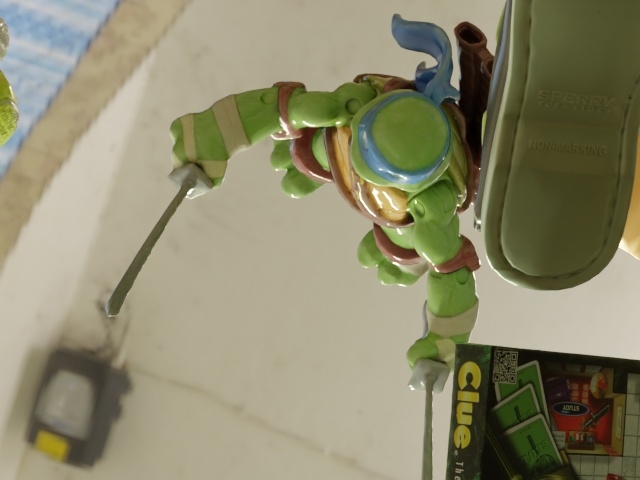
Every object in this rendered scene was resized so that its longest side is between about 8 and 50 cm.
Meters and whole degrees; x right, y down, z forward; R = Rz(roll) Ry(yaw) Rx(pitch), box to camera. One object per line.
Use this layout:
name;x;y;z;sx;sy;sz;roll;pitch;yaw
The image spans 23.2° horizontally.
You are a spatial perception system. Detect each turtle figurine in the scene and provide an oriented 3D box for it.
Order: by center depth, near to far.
turtle figurine;0.000;0.000;0.926;0.198;0.274;0.266;12;-178;2

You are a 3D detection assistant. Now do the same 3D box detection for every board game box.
board game box;0.161;0.125;0.740;0.260;0.136;0.030;7;177;-37

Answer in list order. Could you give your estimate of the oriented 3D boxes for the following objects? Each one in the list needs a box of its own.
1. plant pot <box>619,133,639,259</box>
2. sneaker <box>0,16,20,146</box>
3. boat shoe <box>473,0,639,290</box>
plant pot;0.279;-0.086;1.121;0.205;0.188;0.205;16;-139;-15
sneaker;-0.254;-0.130;0.958;0.126;0.091;0.240;55;165;10
boat shoe;0.110;-0.090;0.640;0.081;0.227;0.068;11;-148;-5
